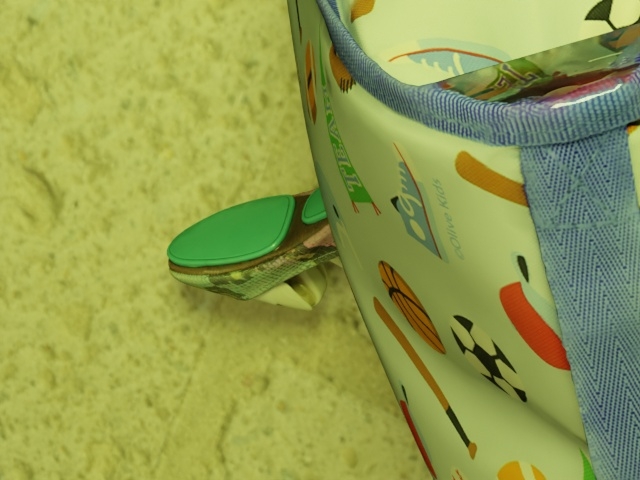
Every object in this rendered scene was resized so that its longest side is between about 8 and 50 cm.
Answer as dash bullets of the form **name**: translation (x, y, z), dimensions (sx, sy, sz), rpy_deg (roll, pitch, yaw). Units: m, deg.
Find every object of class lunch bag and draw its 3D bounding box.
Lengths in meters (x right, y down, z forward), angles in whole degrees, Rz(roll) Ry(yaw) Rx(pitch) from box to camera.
- **lunch bag**: translation (0.120, -0.019, 0.837), dimensions (0.239, 0.385, 0.328), rpy_deg (-15, 120, 5)

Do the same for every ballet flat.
- **ballet flat**: translation (0.000, 0.000, 1.142), dimensions (0.221, 0.077, 0.079), rpy_deg (-23, 121, 31)
